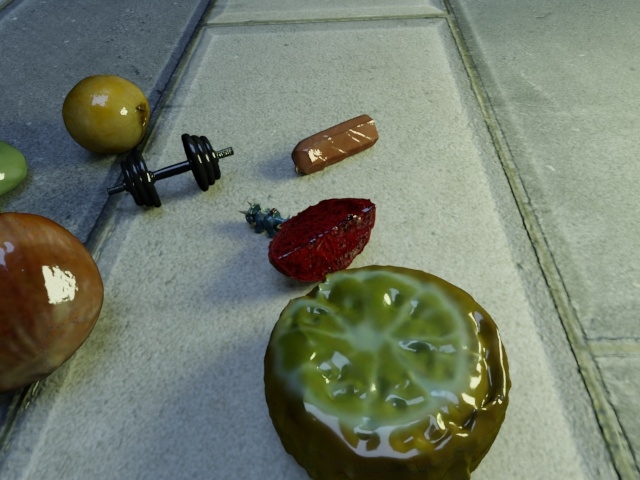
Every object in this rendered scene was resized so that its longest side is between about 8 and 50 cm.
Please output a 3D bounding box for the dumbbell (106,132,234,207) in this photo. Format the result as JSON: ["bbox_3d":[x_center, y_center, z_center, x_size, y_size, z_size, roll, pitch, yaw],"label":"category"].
[{"bbox_3d":[-0.240,-0.114,0.773,0.208,0.099,0.099,-23,49,-16],"label":"dumbbell"}]

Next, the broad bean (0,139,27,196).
[{"bbox_3d":[-0.629,-0.115,0.808,0.227,0.100,0.169,-23,55,-19],"label":"broad bean"}]

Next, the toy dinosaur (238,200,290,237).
[{"bbox_3d":[-0.083,-0.034,0.722,0.083,0.047,0.031,19,49,23],"label":"toy dinosaur"}]

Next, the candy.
[{"bbox_3d":[0.066,0.135,0.505,0.259,0.118,0.260,-2,44,2],"label":"candy"}]

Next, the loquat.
[{"bbox_3d":[-0.388,-0.229,0.869,0.162,0.137,0.163,-4,61,8],"label":"loquat"}]

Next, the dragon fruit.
[{"bbox_3d":[0.000,0.000,0.670,0.162,0.083,0.106,-34,31,-12],"label":"dragon fruit"}]

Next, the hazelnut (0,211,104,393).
[{"bbox_3d":[-0.364,0.074,0.560,0.214,0.176,0.215,-3,76,11],"label":"hazelnut"}]

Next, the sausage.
[{"bbox_3d":[0.017,-0.164,0.832,0.169,0.065,0.065,-27,50,-19],"label":"sausage"}]
